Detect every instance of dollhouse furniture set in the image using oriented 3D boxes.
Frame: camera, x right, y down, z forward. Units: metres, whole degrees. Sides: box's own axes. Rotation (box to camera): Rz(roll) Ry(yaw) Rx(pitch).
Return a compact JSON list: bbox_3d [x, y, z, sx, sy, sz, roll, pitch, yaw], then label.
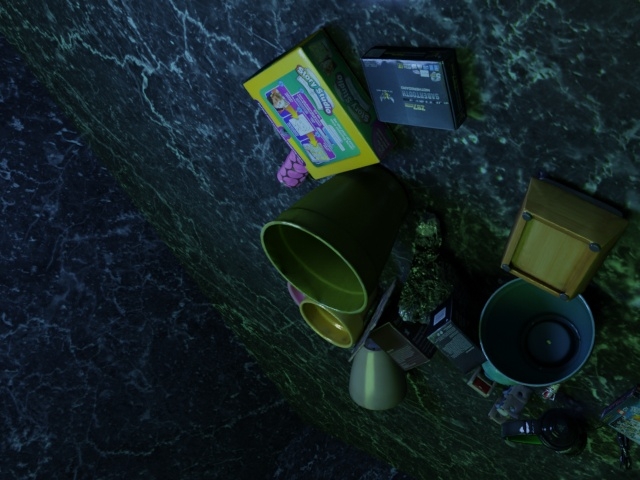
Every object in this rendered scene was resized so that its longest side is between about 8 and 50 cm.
[{"bbox_3d":[0.629,0.549,2.102,0.183,0.129,0.129,36,152,11],"label":"dollhouse furniture set"}]

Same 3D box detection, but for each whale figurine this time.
[{"bbox_3d":[0.594,0.402,1.894,0.216,0.141,0.272,4,160,2],"label":"whale figurine"}]

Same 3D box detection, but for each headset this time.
[{"bbox_3d":[0.801,0.663,1.930,0.394,0.185,0.243,-12,150,30],"label":"headset"}]

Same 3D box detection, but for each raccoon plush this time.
[{"bbox_3d":[0.408,0.156,1.765,0.299,0.216,0.446,19,146,23],"label":"raccoon plush"}]

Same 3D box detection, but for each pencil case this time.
[{"bbox_3d":[-0.070,-0.244,1.915,0.098,0.095,0.209,25,157,-12],"label":"pencil case"}]

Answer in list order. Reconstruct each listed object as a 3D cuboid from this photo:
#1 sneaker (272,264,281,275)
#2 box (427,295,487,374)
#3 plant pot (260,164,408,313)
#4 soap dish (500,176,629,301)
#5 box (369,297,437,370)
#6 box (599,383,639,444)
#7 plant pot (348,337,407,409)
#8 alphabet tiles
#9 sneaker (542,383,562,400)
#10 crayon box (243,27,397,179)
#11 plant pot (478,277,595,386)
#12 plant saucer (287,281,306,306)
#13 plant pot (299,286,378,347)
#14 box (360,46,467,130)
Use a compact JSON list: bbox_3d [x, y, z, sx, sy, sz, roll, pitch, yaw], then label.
[{"bbox_3d":[-0.135,0.080,2.360,0.107,0.124,0.283,40,165,8],"label":"sneaker"},{"bbox_3d":[0.394,0.269,1.672,0.158,0.156,0.093,44,114,-4],"label":"box"},{"bbox_3d":[0.077,-0.035,1.729,0.366,0.353,0.366,30,151,19],"label":"plant pot"},{"bbox_3d":[0.568,0.007,1.415,0.229,0.118,0.291,30,149,22],"label":"soap dish"},{"bbox_3d":[0.317,0.334,2.134,0.203,0.168,0.167,43,145,-3],"label":"box"},{"bbox_3d":[0.957,0.527,1.738,0.159,0.044,0.233,32,151,18],"label":"box"},{"bbox_3d":[0.243,0.531,2.493,0.256,0.256,0.274,21,130,35],"label":"plant pot"},{"bbox_3d":[0.190,0.291,2.132,0.011,0.285,0.342,29,151,4],"label":"alphabet tiles"},{"bbox_3d":[0.756,0.476,1.899,0.042,0.067,0.118,29,150,23],"label":"sneaker"},{"bbox_3d":[-0.006,-0.362,1.641,0.363,0.106,0.313,52,150,-20],"label":"crayon box"},{"bbox_3d":[0.607,0.263,1.602,0.293,0.293,0.196,18,171,38],"label":"plant pot"},{"bbox_3d":[0.009,0.252,2.527,0.332,0.084,0.332,32,152,19],"label":"plant saucer"},{"bbox_3d":[0.087,0.238,2.236,0.254,0.239,0.254,31,151,19],"label":"plant pot"},{"bbox_3d":[0.221,-0.363,1.395,0.232,0.059,0.183,18,146,39],"label":"box"}]
